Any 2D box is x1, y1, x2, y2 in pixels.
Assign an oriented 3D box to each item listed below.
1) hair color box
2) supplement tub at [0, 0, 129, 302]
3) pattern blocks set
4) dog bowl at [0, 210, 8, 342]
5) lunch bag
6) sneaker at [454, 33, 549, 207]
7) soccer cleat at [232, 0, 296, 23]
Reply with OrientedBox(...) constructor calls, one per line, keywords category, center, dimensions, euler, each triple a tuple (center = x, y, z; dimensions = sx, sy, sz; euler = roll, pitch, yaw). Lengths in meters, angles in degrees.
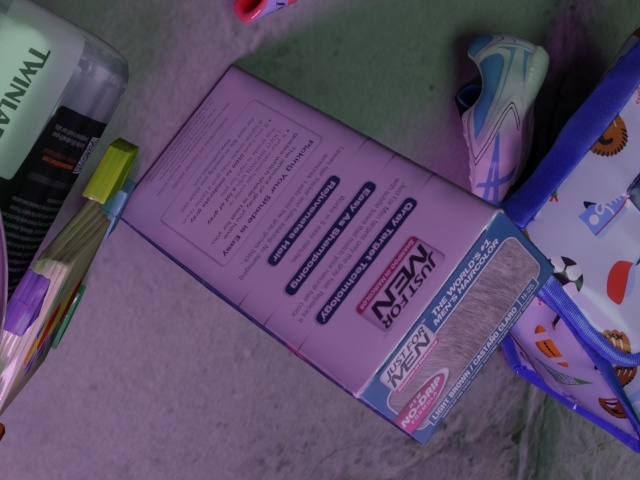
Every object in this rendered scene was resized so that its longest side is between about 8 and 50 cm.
OrientedBox(category="hair color box", center=(0.000, 0.000, 1.120), dimensions=(0.174, 0.347, 0.105), euler=(-53, 135, -4))
OrientedBox(category="supplement tub", center=(-0.295, -0.029, 0.957), dimensions=(0.207, 0.207, 0.338), euler=(27, 93, -45))
OrientedBox(category="pattern blocks set", center=(-0.211, 0.052, 1.041), dimensions=(0.026, 0.325, 0.285), euler=(27, 93, -3))
OrientedBox(category="dog bowl", center=(-0.346, 0.016, 0.805), dimensions=(0.348, 0.102, 0.349), euler=(0, 93, 0))
OrientedBox(category="lunch bag", center=(0.328, -0.008, 1.445), dimensions=(0.328, 0.239, 0.385), euler=(-50, 142, -13))
OrientedBox(category="sneaker", center=(0.178, -0.109, 1.413), dimensions=(0.085, 0.086, 0.237), euler=(-51, 154, -42))
OrientedBox(category="soccer cleat", center=(-0.072, -0.283, 1.100), dimensions=(0.095, 0.083, 0.248), euler=(-41, 135, -9))
